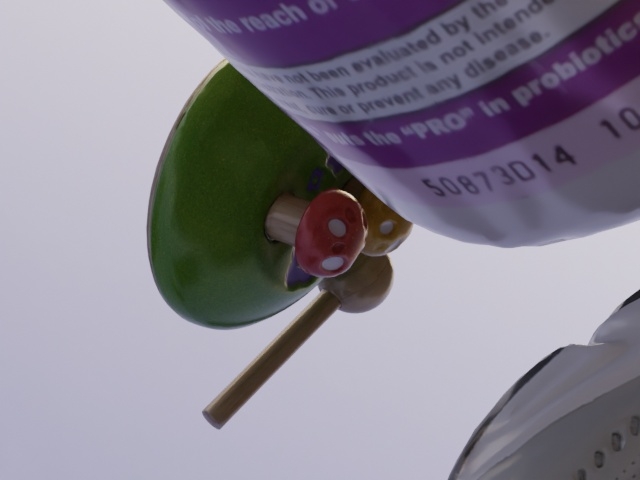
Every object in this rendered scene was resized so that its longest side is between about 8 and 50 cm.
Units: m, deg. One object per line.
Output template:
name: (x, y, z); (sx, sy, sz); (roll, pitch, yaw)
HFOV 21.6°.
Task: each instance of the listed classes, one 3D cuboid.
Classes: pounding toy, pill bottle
pounding toy: (0.000, 0.000, 1.004); (0.183, 0.110, 0.237); (-47, -37, -32)
pill bottle: (-0.015, -0.146, 0.323); (0.301, 0.169, 0.169); (41, -149, -31)

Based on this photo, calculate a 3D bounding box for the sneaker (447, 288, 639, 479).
sneaker: (0.151, 0.063, 0.325); (0.121, 0.262, 0.099); (-113, 15, -56)
